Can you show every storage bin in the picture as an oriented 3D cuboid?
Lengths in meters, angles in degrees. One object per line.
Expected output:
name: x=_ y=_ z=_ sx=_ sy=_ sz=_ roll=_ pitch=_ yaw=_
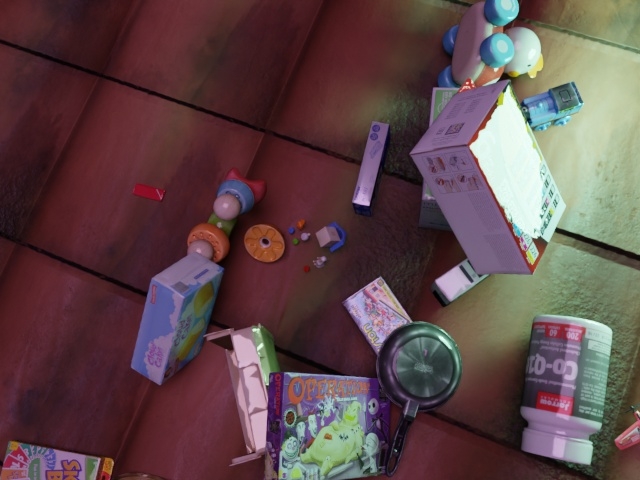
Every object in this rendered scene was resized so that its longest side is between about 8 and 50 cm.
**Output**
storage bin: x=-0.146 y=0.329 z=1.382 sx=0.123 sy=0.260 sz=0.262 roll=-14 pitch=75 yaw=0

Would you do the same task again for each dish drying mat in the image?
dish drying mat: x=-0.442 y=-0.125 z=1.660 sx=0.083 sy=0.008 sz=0.032 roll=15 pitch=80 yaw=11

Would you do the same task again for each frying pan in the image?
frying pan: x=0.181 y=0.325 z=1.402 sx=0.197 sy=0.053 sz=0.326 roll=40 pitch=76 yaw=-1

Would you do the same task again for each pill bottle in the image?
pill bottle: x=0.508 y=0.309 z=1.347 sx=0.161 sy=0.161 sz=0.283 roll=10 pitch=77 yaw=10

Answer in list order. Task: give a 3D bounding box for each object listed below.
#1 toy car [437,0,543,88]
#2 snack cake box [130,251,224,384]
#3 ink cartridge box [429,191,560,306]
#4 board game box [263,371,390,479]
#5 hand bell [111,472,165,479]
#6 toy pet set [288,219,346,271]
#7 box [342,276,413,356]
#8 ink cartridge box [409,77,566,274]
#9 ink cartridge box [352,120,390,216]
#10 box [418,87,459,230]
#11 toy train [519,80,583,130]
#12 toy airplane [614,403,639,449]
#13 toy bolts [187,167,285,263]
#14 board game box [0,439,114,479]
toy car: x=0.444 y=-0.443 z=1.550 sx=0.238 sy=0.219 sz=0.210 roll=13 pitch=77 yaw=-18
snack cake box: x=-0.318 y=0.173 z=1.429 sx=0.089 sy=0.152 sz=0.264 roll=29 pitch=122 yaw=13
ink cartridge box: x=0.397 y=0.027 z=1.429 sx=0.333 sy=0.165 sz=0.065 roll=-36 pitch=78 yaw=-1
board game box: x=0.026 y=0.381 z=1.317 sx=0.056 sy=0.347 sz=0.208 roll=-14 pitch=70 yaw=39
hand bell: x=-0.421 y=0.658 z=1.432 sx=0.126 sy=0.126 sz=0.241 roll=10 pitch=90 yaw=10
toy pet set: x=0.000 y=0.000 z=1.557 sx=0.114 sy=0.065 sz=0.122 roll=-35 pitch=68 yaw=35
box: x=0.153 y=0.199 z=1.486 sx=0.114 sy=0.036 sz=0.207 roll=-34 pitch=75 yaw=-1
ink cartridge box: x=0.345 y=-0.136 z=1.249 sx=0.130 sy=0.309 sz=0.271 roll=-3 pitch=41 yaw=46
ink cartridge box: x=0.123 y=-0.170 z=1.549 sx=0.046 sy=0.097 sz=0.207 roll=12 pitch=78 yaw=10
box: x=0.299 y=-0.174 z=1.458 sx=0.127 sy=0.231 sz=0.261 roll=6 pitch=78 yaw=9
toy train: x=0.522 y=-0.307 z=1.525 sx=0.184 sy=0.105 sz=0.080 roll=-17 pitch=74 yaw=3
toy airplane: x=0.704 y=0.416 z=1.363 sx=0.151 sy=0.028 sz=0.151 roll=-2 pitch=77 yaw=8
toy bolts: x=-0.189 y=-0.028 z=1.476 sx=0.218 sy=0.158 sz=0.228 roll=20 pitch=120 yaw=5
board game box: x=-0.619 y=0.552 z=1.507 sx=0.260 sy=0.039 sz=0.124 roll=7 pitch=78 yaw=7
